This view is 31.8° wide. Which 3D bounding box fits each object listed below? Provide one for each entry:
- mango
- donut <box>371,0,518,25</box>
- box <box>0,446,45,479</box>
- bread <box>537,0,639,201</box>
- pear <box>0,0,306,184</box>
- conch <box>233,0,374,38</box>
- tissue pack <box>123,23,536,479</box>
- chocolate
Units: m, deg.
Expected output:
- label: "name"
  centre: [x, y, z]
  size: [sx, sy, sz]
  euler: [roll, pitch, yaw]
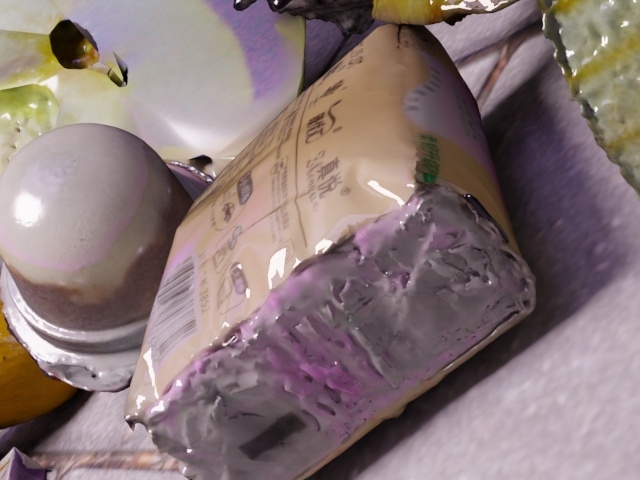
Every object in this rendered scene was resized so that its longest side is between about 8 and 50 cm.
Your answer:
- label: "mango"
  centre: [-0.339, 0.124, 0.984]
  size: [0.317, 0.119, 0.176]
  euler: [-19, -11, -6]
- label: "donut"
  centre: [0.134, -0.224, 0.670]
  size: [0.272, 0.107, 0.272]
  euler: [-22, 17, 7]
- label: "box"
  centre: [-0.246, 0.212, 0.877]
  size: [0.050, 0.036, 0.117]
  euler: [-47, 19, 3]
- label: "bread"
  centre: [0.165, -0.079, 0.471]
  size: [0.103, 0.156, 0.110]
  euler: [-27, -4, 33]
- label: "pear"
  centre: [-0.196, -0.130, 1.070]
  size: [0.398, 0.399, 0.165]
  euler: [-54, -19, -15]
- label: "conch"
  centre: [0.045, -0.302, 0.932]
  size: [0.313, 0.186, 0.240]
  euler: [-30, 57, 3]
- label: "tissue pack"
  centre: [0.000, 0.000, 0.625]
  size: [0.215, 0.123, 0.256]
  euler: [-40, 22, 19]
- label: "chocolate"
  centre: [-0.174, -0.005, 0.835]
  size: [0.221, 0.147, 0.221]
  euler: [-7, 63, 14]
